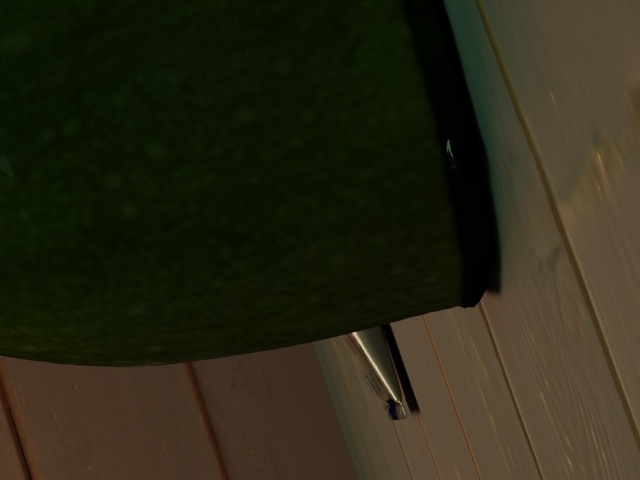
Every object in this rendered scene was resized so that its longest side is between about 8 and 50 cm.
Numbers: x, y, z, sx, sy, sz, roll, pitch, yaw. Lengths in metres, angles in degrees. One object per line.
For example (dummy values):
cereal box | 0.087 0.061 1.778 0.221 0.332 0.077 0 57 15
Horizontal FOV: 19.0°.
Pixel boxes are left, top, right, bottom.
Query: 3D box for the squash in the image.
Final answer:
squash | -0.108 -0.071 0.944 0.310 0.308 0.310 163 90 -85

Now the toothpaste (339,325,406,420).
toothpaste | 0.000 0.000 1.585 0.100 0.066 0.323 136 112 -80
